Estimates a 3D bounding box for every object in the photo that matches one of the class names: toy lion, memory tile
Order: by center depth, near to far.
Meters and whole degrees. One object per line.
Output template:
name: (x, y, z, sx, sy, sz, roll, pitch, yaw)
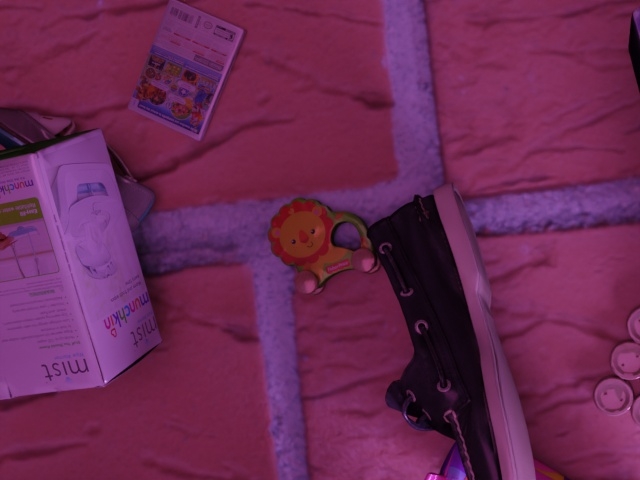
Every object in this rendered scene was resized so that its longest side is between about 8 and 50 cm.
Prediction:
memory tile: (0.339, 0.132, 1.065, 0.148, 0.012, 0.113, 24, 99, 13)
toy lion: (0.000, 0.000, 1.140, 0.100, 0.034, 0.096, -21, 80, 15)

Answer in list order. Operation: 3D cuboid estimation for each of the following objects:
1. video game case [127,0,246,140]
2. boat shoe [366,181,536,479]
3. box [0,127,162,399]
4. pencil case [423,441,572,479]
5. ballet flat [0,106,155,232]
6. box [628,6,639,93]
video game case: (-0.137, -0.174, 1.174, 0.087, 0.011, 0.122, 25, 99, 12)
boat shoe: (0.109, 0.115, 1.030, 0.113, 0.127, 0.340, -17, 70, 13)
box: (-0.321, 0.033, 1.136, 0.262, 0.127, 0.231, -10, 103, 23)
pencil case: (0.209, 0.263, 1.062, 0.236, 0.104, 0.104, 25, 99, 11)
ballet flat: (-0.261, -0.087, 1.193, 0.213, 0.072, 0.068, 37, 74, 9)
box: (0.475, -0.090, 0.910, 0.396, 0.212, 0.293, -16, 87, 15)
